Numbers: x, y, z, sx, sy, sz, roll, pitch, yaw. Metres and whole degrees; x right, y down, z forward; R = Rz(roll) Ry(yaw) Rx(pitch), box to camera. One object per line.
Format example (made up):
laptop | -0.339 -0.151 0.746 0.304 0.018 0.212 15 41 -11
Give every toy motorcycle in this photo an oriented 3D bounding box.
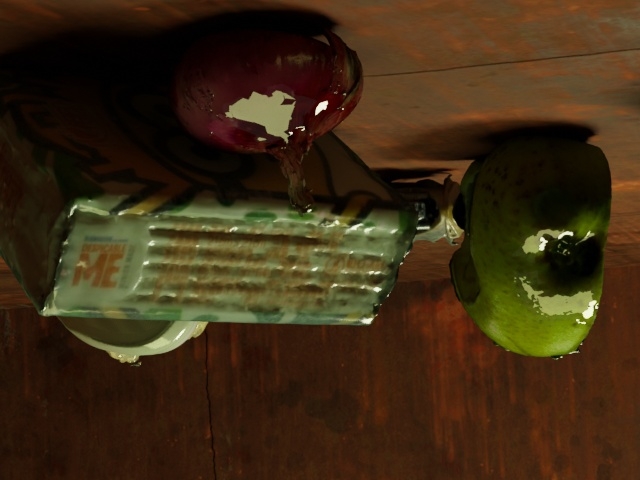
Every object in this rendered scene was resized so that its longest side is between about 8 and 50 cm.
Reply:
toy motorcycle | 0.127 -0.033 2.124 0.130 0.094 0.229 -5 179 4

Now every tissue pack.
tissue pack | -0.113 -0.035 1.342 0.311 0.128 0.228 3 -152 -36

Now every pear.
pear | 0.232 0.010 1.857 0.164 0.238 0.255 3 176 1

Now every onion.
onion | -0.036 -0.084 1.240 0.150 0.140 0.150 -7 170 -1

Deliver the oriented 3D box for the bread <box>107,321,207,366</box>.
bread | -0.253 0.093 2.621 0.183 0.211 0.224 10 174 -36

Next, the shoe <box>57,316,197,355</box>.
shoe | -0.195 0.042 1.744 0.160 0.132 0.363 36 -179 -39
